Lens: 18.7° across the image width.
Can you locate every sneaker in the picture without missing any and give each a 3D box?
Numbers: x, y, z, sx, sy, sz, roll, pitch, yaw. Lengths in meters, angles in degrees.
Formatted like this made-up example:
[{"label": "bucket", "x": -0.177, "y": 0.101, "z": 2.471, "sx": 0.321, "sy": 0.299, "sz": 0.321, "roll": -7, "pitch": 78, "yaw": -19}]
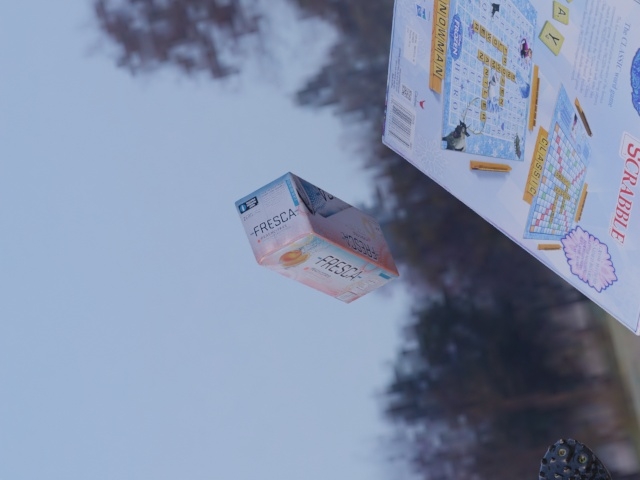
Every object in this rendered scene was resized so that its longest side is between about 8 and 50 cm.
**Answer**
[{"label": "sneaker", "x": 0.298, "y": 0.314, "z": 1.989, "sx": 0.237, "sy": 0.085, "sz": 0.086, "roll": 62, "pitch": -170, "yaw": 15}]

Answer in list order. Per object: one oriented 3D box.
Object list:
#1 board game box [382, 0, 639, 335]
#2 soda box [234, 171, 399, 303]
[{"label": "board game box", "x": 0.190, "y": -0.129, "z": 1.601, "sx": 0.318, "sy": 0.066, "sz": 0.319, "roll": 40, "pitch": 145, "yaw": 30}, {"label": "soda box", "x": 0.000, "y": 0.000, "z": 1.657, "sx": 0.183, "sy": 0.058, "sz": 0.063, "roll": 27, "pitch": -142, "yaw": -62}]
